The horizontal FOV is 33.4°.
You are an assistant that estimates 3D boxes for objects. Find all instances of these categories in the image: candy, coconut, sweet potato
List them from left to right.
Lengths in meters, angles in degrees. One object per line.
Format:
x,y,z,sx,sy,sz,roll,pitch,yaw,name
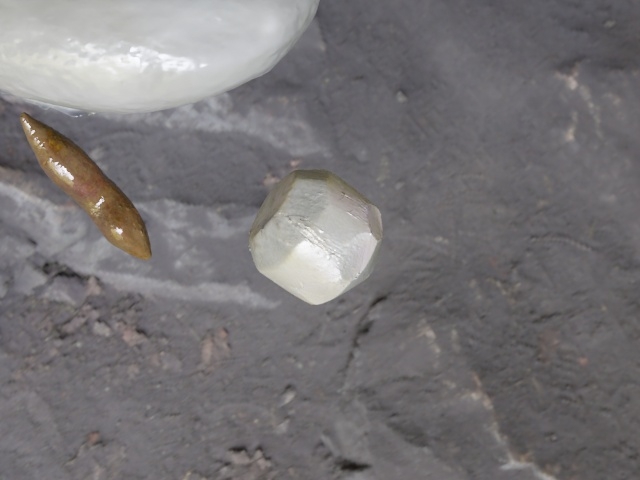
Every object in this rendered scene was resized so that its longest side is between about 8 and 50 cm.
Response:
-0.265,-0.062,1.213,0.051,0.065,0.218,-40,110,-1,sweet potato
-0.201,-0.281,1.087,0.427,0.186,0.386,25,51,23,candy
0.000,0.001,1.344,0.162,0.161,0.161,35,51,-14,coconut
